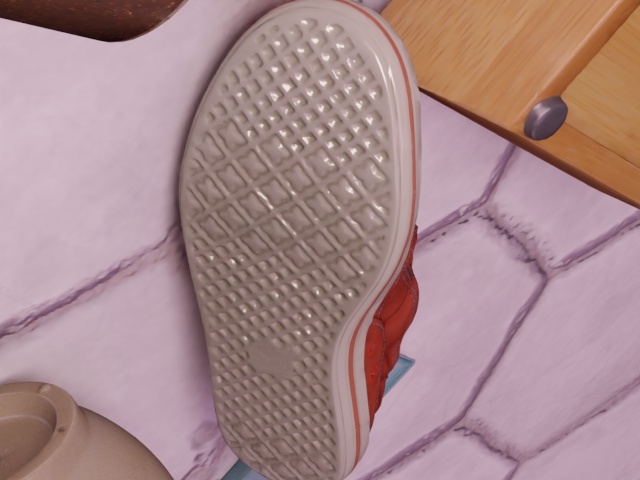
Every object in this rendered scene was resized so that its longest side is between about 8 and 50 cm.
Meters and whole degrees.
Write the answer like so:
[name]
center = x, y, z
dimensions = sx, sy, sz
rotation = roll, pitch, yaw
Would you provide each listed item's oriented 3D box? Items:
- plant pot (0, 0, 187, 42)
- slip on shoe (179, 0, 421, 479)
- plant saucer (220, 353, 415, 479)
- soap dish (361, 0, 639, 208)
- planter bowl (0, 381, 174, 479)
[plant pot]
center = -0.150, -0.166, 0.419
dimensions = 0.230, 0.215, 0.215
rotation = 2, 131, -30
[slip on shoe]
center = 0.000, 0.000, 0.881
dimensions = 0.101, 0.123, 0.331
rotation = -56, 159, -38
[plant saucer]
center = -0.020, 0.136, 1.104
dimensions = 0.192, 0.018, 0.067
rotation = -47, 149, 11
[soap dish]
center = 0.178, -0.129, 0.891
dimensions = 0.229, 0.118, 0.291
rotation = -49, 148, 13
[planter bowl]
center = -0.148, 0.140, 0.850
dimensions = 0.162, 0.162, 0.109
rotation = -30, 122, -19
